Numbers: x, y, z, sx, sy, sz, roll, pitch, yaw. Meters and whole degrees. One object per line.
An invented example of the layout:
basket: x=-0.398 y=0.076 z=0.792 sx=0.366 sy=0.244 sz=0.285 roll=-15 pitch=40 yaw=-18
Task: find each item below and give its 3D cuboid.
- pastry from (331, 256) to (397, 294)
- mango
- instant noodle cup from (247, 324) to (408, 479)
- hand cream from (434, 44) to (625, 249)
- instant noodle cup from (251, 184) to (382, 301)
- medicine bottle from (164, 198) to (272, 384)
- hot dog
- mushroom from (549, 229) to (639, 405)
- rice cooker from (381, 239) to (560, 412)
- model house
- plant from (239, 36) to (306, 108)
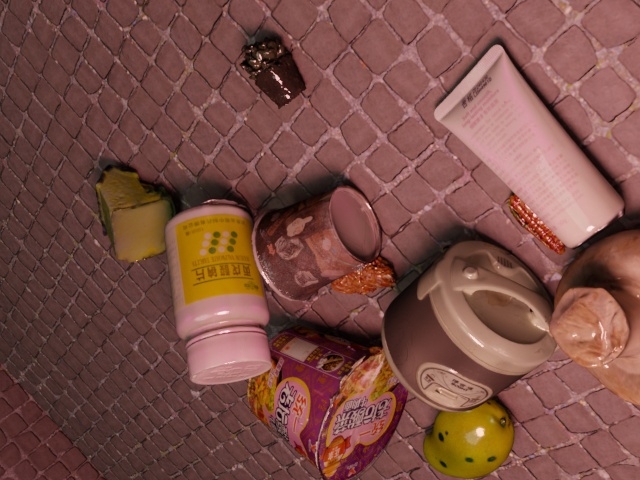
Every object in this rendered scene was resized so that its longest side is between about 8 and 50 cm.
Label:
pastry: x=0.094 y=0.073 z=1.593 sx=0.169 sy=0.063 sz=0.087 roll=-14 pitch=140 yaw=38
mango: x=0.326 y=0.452 z=1.624 sx=0.175 sy=0.143 sz=0.293 roll=40 pitch=143 yaw=9
instant noodle cup: x=0.009 y=0.356 z=1.686 sx=0.266 sy=0.340 sz=0.339 roll=23 pitch=130 yaw=36
hand cream: x=0.363 y=-0.147 z=1.241 sx=0.358 sy=0.118 sz=0.185 roll=51 pitch=138 yaw=8
instant noodle cup: x=0.000 y=0.000 z=1.521 sx=0.207 sy=0.217 sz=0.217 roll=-25 pitch=102 yaw=36
medicine bottle: x=-0.231 y=0.119 z=1.640 sx=0.214 sy=0.214 sz=0.378 roll=-35 pitch=59 yaw=44
hot dog: x=0.401 y=-0.034 z=1.321 sx=0.144 sy=0.038 sz=0.062 roll=48 pitch=133 yaw=0
mushroom: x=0.502 y=0.138 z=1.175 sx=0.298 sy=0.290 sz=0.297 roll=24 pitch=121 yaw=47
rice cooker: x=0.286 y=0.164 z=1.372 sx=0.288 sy=0.288 sz=0.277 roll=44 pitch=133 yaw=4
model house: x=-0.490 y=-0.081 z=1.884 sx=0.211 sy=0.170 sz=0.193 roll=50 pitch=149 yaw=39
plant: x=-0.097 y=-0.340 z=1.444 sx=0.092 sy=0.094 sz=0.143 roll=-19 pitch=111 yaw=53
